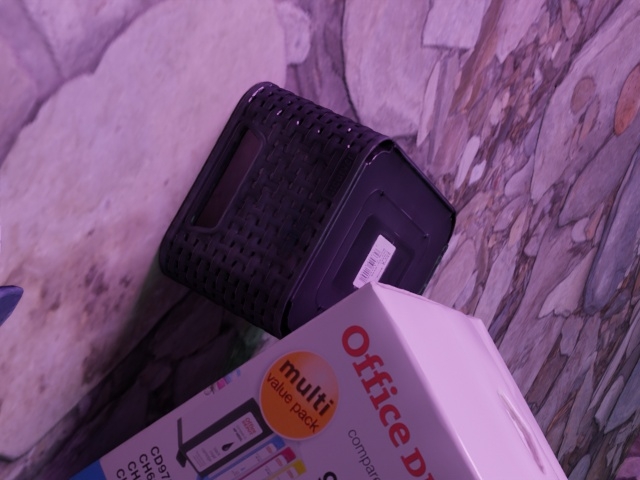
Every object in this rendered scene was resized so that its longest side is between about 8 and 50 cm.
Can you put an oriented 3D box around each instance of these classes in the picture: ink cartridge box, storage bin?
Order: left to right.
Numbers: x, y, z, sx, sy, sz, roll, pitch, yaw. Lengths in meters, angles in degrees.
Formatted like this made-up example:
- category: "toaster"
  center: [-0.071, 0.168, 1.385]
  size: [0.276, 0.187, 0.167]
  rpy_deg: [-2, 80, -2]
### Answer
- category: "storage bin"
  center: [0.000, 0.000, 0.797]
  size: [0.122, 0.084, 0.180]
  rpy_deg: [-61, 157, -4]
- category: "ink cartridge box"
  center: [0.005, 0.158, 0.743]
  size: [0.232, 0.171, 0.168]
  rpy_deg: [-34, 159, 16]

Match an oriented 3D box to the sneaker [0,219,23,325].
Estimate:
- category: "sneaker"
  center: [-0.219, 0.077, 0.382]
  size: [0.323, 0.130, 0.236]
  rpy_deg: [-47, 171, 2]
